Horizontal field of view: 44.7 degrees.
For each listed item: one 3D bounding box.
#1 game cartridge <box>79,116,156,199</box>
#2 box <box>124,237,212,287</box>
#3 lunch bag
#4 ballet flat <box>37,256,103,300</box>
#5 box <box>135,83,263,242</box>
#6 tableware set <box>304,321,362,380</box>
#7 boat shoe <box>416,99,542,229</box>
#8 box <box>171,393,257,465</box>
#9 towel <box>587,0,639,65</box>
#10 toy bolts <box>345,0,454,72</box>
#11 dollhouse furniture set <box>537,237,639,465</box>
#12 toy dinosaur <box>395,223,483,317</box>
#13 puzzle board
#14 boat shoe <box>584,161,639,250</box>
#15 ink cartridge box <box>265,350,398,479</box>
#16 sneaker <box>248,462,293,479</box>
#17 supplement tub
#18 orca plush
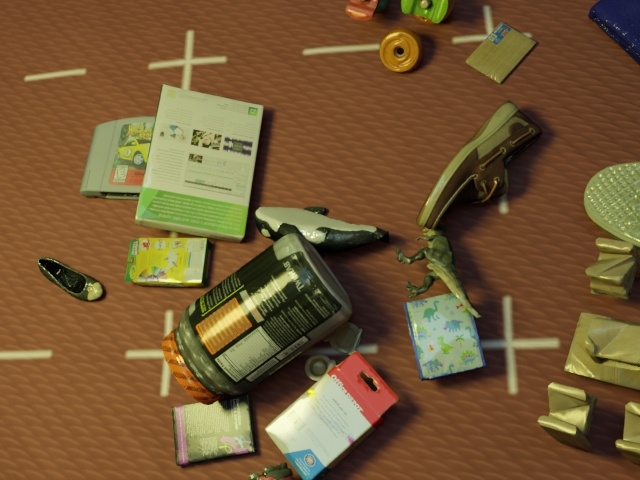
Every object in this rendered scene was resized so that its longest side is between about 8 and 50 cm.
[{"bbox_3d":[-0.396,-0.188,1.784,0.294,0.060,0.196,2,67,12],"label":"game cartridge"},{"bbox_3d":[-0.331,0.048,1.688,0.179,0.043,0.105,1,71,9],"label":"box"},{"bbox_3d":[0.237,0.187,1.492,0.129,0.096,0.151,-14,58,6],"label":"lunch bag"},{"bbox_3d":[-0.554,0.087,1.714,0.173,0.049,0.057,22,77,18],"label":"ballet flat"},{"bbox_3d":[-0.260,-0.167,1.700,0.232,0.058,0.321,11,70,-10],"label":"box"},{"bbox_3d":[-0.009,0.202,1.577,0.169,0.020,0.141,33,79,20],"label":"tableware set"},{"bbox_3d":[0.329,-0.136,1.578,0.123,0.123,0.342,39,68,11],"label":"boat shoe"},{"bbox_3d":[-0.212,0.377,1.549,0.162,0.029,0.116,-12,69,9],"label":"box"},{"bbox_3d":[0.762,-0.497,1.656,0.308,0.076,0.227,-32,60,-1],"label":"towel"},{"bbox_3d":[0.173,-0.512,1.771,0.229,0.158,0.218,24,117,9],"label":"toy bolts"},{"bbox_3d":[0.645,0.234,1.365,0.394,0.256,0.362,10,70,37],"label":"dollhouse furniture set"},{"bbox_3d":[0.215,0.052,1.508,0.118,0.064,0.268,-12,45,-3],"label":"toy dinosaur"},{"bbox_3d":[0.400,-0.416,1.728,0.096,0.011,0.128,39,81,23],"label":"puzzle board"},{"bbox_3d":[0.741,-0.021,1.441,0.500,0.156,0.186,15,78,28],"label":"boat shoe"},{"bbox_3d":[0.027,0.337,1.488,0.231,0.078,0.134,-40,68,-5],"label":"ink cartridge box"},{"bbox_3d":[-0.144,0.533,1.440,0.276,0.097,0.135,-40,67,-3],"label":"sneaker"},{"bbox_3d":[-0.124,0.157,1.504,0.338,0.207,0.207,-36,67,6],"label":"supplement tub"},{"bbox_3d":[0.000,0.000,1.634,0.287,0.102,0.151,3,26,2],"label":"orca plush"}]
